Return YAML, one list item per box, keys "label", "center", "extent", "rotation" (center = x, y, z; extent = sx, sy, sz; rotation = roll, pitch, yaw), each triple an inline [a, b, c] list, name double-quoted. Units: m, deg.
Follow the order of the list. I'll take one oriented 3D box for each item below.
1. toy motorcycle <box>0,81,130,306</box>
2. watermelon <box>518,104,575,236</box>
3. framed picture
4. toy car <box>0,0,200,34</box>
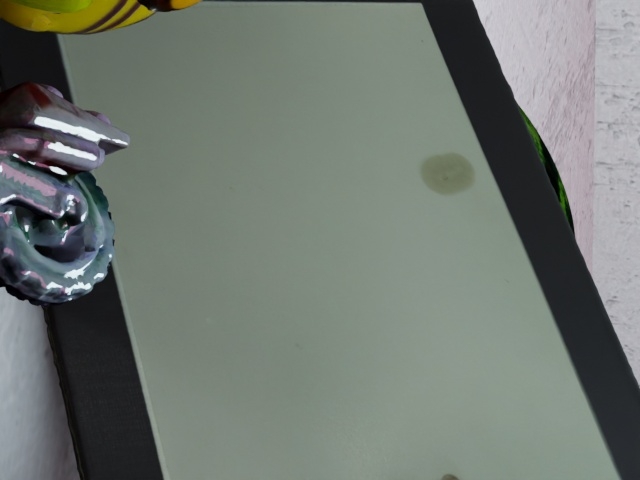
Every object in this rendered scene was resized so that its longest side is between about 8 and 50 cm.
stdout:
- label: "toy motorcycle"
  center: [-0.160, -0.058, 0.563]
  extent: [0.213, 0.082, 0.122]
  rotation: [29, 61, -38]
- label: "watermelon"
  center: [0.016, 0.004, 0.863]
  extent: [0.269, 0.269, 0.269]
  rotation: [6, 90, -71]
- label: "framed picture"
  center: [0.000, 0.000, 0.674]
  extent: [0.016, 0.265, 0.347]
  rotation: [119, -41, -50]
- label: "toy car"
  center: [-0.075, -0.187, 0.640]
  extent: [0.248, 0.200, 0.142]
  rotation: [-33, 171, -19]
